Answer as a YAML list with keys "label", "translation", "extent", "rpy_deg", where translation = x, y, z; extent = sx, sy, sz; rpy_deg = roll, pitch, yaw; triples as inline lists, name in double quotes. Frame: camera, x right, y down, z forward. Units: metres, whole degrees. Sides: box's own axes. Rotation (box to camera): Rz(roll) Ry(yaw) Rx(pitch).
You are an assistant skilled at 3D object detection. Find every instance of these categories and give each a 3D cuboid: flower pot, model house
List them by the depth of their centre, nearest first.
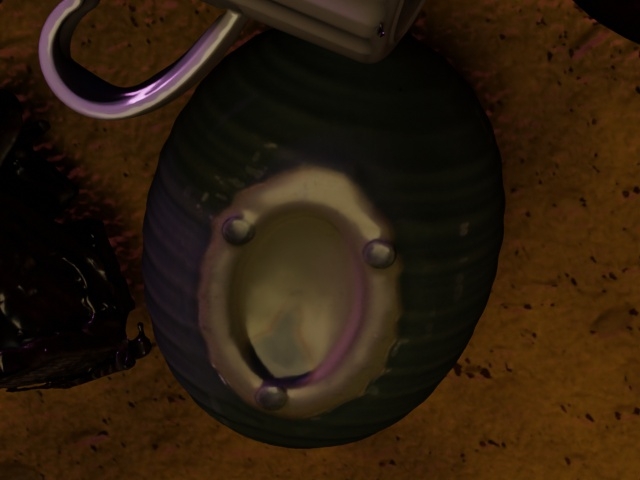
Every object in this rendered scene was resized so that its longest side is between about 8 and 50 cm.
- label: "flower pot"
  translation: [0.000, 0.000, 0.830]
  extent: [0.189, 0.157, 0.243]
  rpy_deg: [13, 116, 5]
- label: "model house"
  translation: [-0.207, 0.024, 0.923]
  extent: [0.203, 0.141, 0.164]
  rpy_deg: [-12, 142, 41]

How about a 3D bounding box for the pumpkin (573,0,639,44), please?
- label: "pumpkin"
  translation: [0.190, -0.182, 0.653]
  extent: [0.233, 0.163, 0.233]
  rpy_deg: [-7, 104, -29]

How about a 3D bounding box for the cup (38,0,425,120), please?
- label: "cup"
  translation: [-0.039, -0.167, 0.720]
  extent: [0.202, 0.167, 0.221]
  rpy_deg: [25, 131, 5]

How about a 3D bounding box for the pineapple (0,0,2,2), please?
- label: "pineapple"
  translation: [-0.284, -0.178, 0.808]
  extent: [0.248, 0.128, 0.128]
  rpy_deg: [13, 122, 10]
